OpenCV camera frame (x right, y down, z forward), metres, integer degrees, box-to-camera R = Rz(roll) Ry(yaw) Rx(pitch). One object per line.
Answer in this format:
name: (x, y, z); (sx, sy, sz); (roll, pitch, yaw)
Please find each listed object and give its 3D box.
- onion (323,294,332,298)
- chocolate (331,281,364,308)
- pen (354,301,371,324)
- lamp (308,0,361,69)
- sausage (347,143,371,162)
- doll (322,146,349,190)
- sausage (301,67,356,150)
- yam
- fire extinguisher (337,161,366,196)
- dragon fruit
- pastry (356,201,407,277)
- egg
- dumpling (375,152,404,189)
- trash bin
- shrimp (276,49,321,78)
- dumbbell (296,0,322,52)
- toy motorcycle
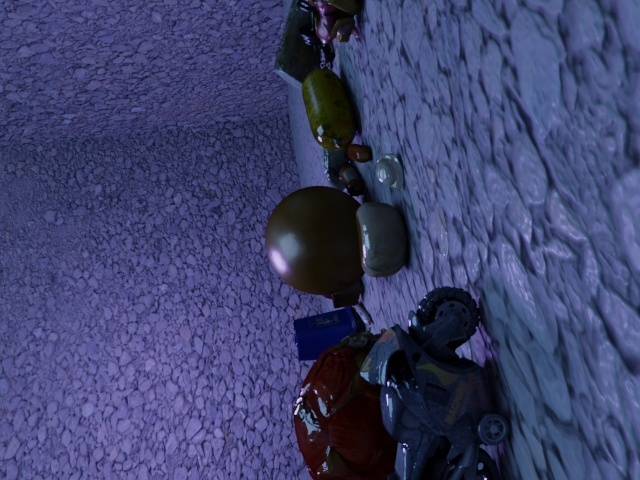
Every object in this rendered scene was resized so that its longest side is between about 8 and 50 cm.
onion: (0.048, 0.152, 1.780); (0.198, 0.136, 0.173); (-111, 11, -60)
chocolate: (0.061, 0.085, 1.664); (0.111, 0.112, 0.321); (88, 173, -48)
pen: (0.133, 0.231, 1.564); (0.218, 0.026, 0.026); (-125, 27, -78)
lamp: (0.036, -0.513, 1.087); (0.118, 0.119, 0.253); (-104, 5, -52)
sausage: (0.097, -0.216, 1.224); (0.131, 0.039, 0.041); (-119, 29, -72)
doll: (0.043, -0.248, 1.458); (0.104, 0.072, 0.213); (-4, -82, -53)
sausage: (0.021, -0.365, 1.355); (0.123, 0.123, 0.347); (88, 172, -47)
yam: (-0.068, -0.656, 1.601); (0.133, 0.133, 0.330); (165, 116, -85)
fire extinguisher: (0.084, -0.161, 1.350); (0.050, 0.062, 0.177); (-63, 21, 23)
dragon fruit: (0.084, 0.357, 0.995); (0.277, 0.278, 0.342); (-156, 55, -84)
pastry: (0.121, -0.004, 1.006); (0.156, 0.092, 0.156); (175, 90, -83)
egg: (0.000, 0.000, 1.276); (0.351, 0.283, 0.282); (-152, 54, -70)
dumpling: (0.134, -0.137, 0.946); (0.077, 0.043, 0.059); (-99, 26, -46)
trash bin: (0.029, 0.337, 1.703); (0.162, 0.235, 0.183); (-113, 16, -68)
shrimp: (-0.085, -0.653, 1.782); (0.372, 0.172, 0.137); (-130, 35, -52)
dumbbell: (-0.020, -0.667, 1.479); (0.208, 0.099, 0.099); (87, 173, -47)
toy motorcycle: (0.142, 0.217, 0.649); (0.108, 0.174, 0.307); (163, 101, -83)
